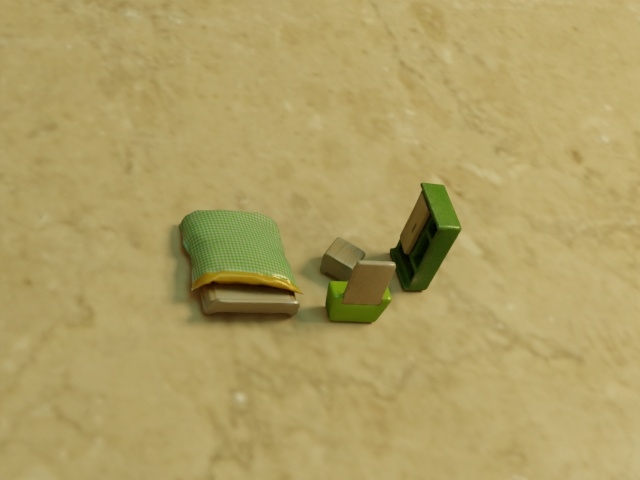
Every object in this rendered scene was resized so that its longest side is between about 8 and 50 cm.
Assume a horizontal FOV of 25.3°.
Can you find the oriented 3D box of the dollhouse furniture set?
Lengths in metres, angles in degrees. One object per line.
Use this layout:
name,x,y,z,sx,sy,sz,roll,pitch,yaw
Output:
dollhouse furniture set,0.000,0.000,0.815,0.151,0.059,0.076,3,45,-21
